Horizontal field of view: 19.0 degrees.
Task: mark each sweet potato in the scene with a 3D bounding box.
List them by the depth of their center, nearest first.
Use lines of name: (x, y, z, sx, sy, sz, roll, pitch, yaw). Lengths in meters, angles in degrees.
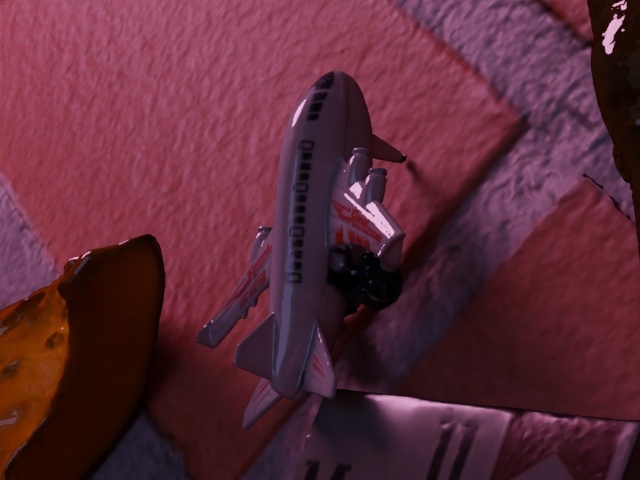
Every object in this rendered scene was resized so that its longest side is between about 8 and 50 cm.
sweet potato: (0.142, -0.061, 0.787, 0.067, 0.067, 0.273, -21, 58, 36)

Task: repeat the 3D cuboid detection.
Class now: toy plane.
toy plane: (0.000, 0.000, 0.882, 0.162, 0.065, 0.171, -26, 41, 54)

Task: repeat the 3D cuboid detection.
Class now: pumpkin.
pumpkin: (-0.218, 0.108, 1.021, 0.290, 0.095, 0.258, 8, 69, 44)

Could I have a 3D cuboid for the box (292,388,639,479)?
box: (0.054, 0.122, 0.784, 0.177, 0.036, 0.115, 0, 66, 46)
